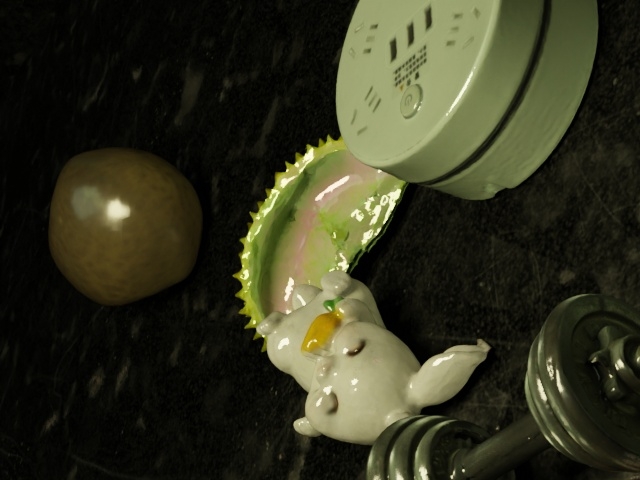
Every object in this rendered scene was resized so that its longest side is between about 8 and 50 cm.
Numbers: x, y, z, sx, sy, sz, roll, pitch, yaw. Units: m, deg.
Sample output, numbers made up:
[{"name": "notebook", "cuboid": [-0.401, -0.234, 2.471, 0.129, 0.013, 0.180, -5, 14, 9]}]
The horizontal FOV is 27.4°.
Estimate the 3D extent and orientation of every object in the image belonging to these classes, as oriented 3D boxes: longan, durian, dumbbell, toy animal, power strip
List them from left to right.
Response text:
[{"name": "longan", "cuboid": [-0.352, -0.023, 2.323, 0.350, 0.288, 0.288, 146, 134, -65]}, {"name": "durian", "cuboid": [0.000, 0.000, 1.794, 0.169, 0.158, 0.352, 39, 106, 48]}, {"name": "toy animal", "cuboid": [0.056, 0.158, 1.608, 0.325, 0.154, 0.208, 16, 67, 42]}, {"name": "power strip", "cuboid": [0.168, -0.237, 1.601, 0.357, 0.161, 0.357, -38, 44, 47]}, {"name": "dumbbell", "cuboid": [0.198, 0.197, 1.293, 0.406, 0.179, 0.179, -44, 39, 44]}]

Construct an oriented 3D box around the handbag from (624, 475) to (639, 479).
[{"name": "handbag", "cuboid": [0.266, 0.314, 1.111, 0.116, 0.179, 0.205, 127, 148, -46]}]
